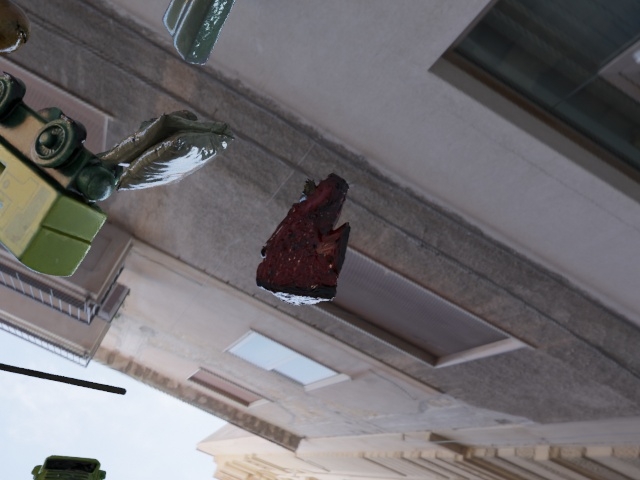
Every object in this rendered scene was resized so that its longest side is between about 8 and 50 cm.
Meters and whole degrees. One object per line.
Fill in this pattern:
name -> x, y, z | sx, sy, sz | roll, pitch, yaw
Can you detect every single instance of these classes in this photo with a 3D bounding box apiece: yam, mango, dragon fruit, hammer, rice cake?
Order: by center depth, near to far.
mango -> -0.334, -0.206, 0.537 | 0.127, 0.063, 0.077 | 12, -155, -5
rice cake -> -0.104, -0.299, 0.607 | 0.042, 0.222, 0.080 | -5, -128, -48
hammer -> -0.414, 0.177, 0.789 | 0.292, 0.029, 0.058 | 16, -103, -13
dragon fruit -> -0.017, -0.009, 0.791 | 0.092, 0.122, 0.192 | 28, -100, -25
yam -> -0.293, -0.223, 1.124 | 0.054, 0.054, 0.132 | 49, -146, 0

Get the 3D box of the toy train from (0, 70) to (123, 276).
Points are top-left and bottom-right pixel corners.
toy train -> -0.509, -0.128, 0.993 | 0.369, 0.150, 0.237 | 33, -91, 27

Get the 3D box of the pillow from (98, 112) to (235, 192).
pillow -> -0.226, -0.136, 0.868 | 0.134, 0.181, 0.078 | -8, -101, -51

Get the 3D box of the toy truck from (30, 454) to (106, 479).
toy truck -> -0.279, 0.310, 0.619 | 0.077, 0.100, 0.169 | 9, -72, -13
